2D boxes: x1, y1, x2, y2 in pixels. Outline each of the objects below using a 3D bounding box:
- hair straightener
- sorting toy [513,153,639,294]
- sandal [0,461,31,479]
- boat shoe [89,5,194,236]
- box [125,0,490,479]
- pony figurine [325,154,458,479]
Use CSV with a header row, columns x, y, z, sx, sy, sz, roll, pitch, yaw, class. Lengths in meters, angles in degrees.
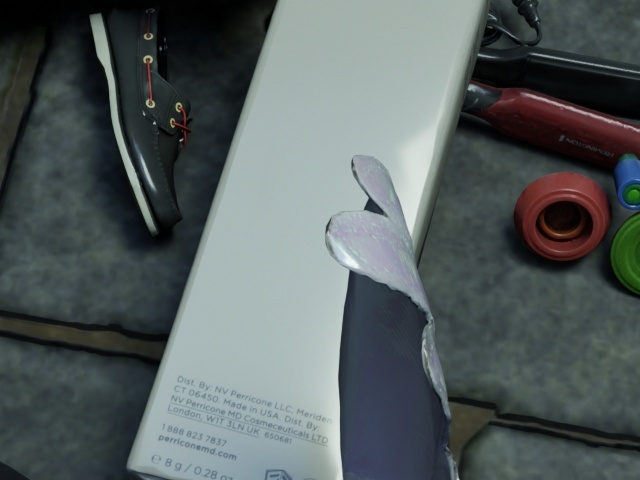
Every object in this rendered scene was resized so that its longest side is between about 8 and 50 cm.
x,y,z,sx,sy,sz,roll,pitch,yaw,class
0.086,-0.100,0.881,0.230,0.047,0.089,14,62,7,hair straightener
0.149,-0.013,0.838,0.102,0.061,0.042,18,28,-4,sorting toy
-0.214,0.106,0.733,0.254,0.054,0.097,30,64,10,sandal
-0.086,-0.064,0.836,0.042,0.049,0.133,-12,60,-3,boat shoe
0.000,0.000,0.757,0.094,0.113,0.275,15,72,5,box
0.051,0.191,0.562,0.363,0.351,0.302,17,58,-2,pony figurine
